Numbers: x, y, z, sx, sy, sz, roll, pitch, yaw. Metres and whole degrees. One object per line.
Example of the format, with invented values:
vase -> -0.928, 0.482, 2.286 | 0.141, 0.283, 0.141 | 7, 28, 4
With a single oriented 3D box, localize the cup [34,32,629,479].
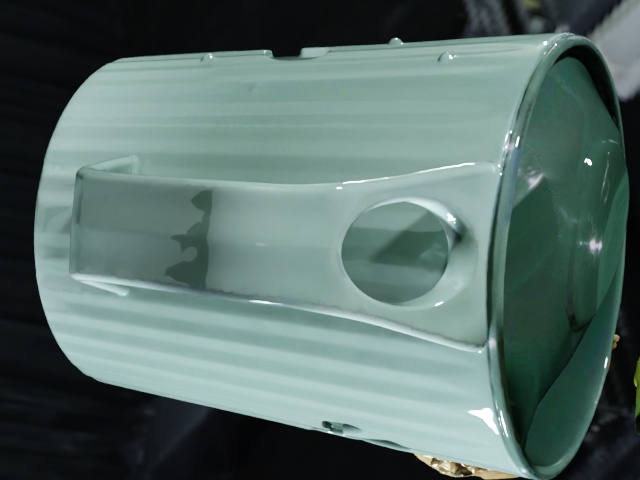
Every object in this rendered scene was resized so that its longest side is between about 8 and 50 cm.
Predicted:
cup -> 0.007, -0.021, 1.184 | 0.392, 0.401, 0.310 | 5, -117, 24

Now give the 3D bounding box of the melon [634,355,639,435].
melon -> 0.267, -0.005, 0.832 | 0.265, 0.169, 0.129 | -61, 162, -50

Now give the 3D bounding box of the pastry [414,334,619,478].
pastry -> 0.212, 0.148, 2.004 | 0.315, 0.284, 0.184 | -56, -178, 4
